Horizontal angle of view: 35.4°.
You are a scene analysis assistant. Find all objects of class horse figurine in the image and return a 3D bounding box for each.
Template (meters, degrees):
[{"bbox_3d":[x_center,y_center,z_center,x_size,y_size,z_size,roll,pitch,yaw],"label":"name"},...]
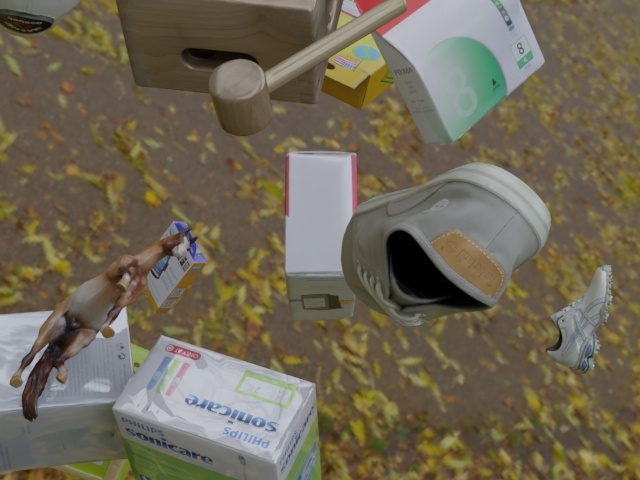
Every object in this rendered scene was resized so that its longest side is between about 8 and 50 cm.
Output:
[{"bbox_3d":[-0.260,0.088,1.141,0.066,0.263,0.174,43,16,-14],"label":"horse figurine"}]

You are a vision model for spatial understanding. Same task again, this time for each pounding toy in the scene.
[{"bbox_3d":[-0.034,-0.132,0.652,0.181,0.094,0.206,7,53,7],"label":"pounding toy"}]

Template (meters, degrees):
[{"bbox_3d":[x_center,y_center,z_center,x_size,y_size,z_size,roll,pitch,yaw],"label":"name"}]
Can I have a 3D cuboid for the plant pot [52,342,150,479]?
[{"bbox_3d":[-0.434,0.335,1.946,0.228,0.227,0.207,22,31,-9],"label":"plant pot"}]

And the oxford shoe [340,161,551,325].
[{"bbox_3d":[0.102,0.032,1.139,0.169,0.449,0.130,38,72,-6],"label":"oxford shoe"}]

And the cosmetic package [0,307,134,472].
[{"bbox_3d":[-0.359,0.196,1.291,0.224,0.224,0.138,-4,61,-16],"label":"cosmetic package"}]

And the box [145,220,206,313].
[{"bbox_3d":[-0.218,0.035,1.482,0.028,0.136,0.081,4,47,-48],"label":"box"}]

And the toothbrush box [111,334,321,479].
[{"bbox_3d":[-0.115,0.272,1.230,0.206,0.283,0.122,15,50,17],"label":"toothbrush box"}]

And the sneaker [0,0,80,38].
[{"bbox_3d":[-0.170,-0.282,0.625,0.122,0.146,0.331,13,73,-19],"label":"sneaker"}]

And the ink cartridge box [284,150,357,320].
[{"bbox_3d":[0.000,0.000,1.801,0.131,0.306,0.226,-2,72,0],"label":"ink cartridge box"}]

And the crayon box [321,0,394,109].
[{"bbox_3d":[0.048,-0.349,1.817,0.202,0.081,0.318,29,43,17],"label":"crayon box"}]

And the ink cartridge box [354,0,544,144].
[{"bbox_3d":[0.136,-0.243,1.080,0.181,0.056,0.225,-41,115,-29],"label":"ink cartridge box"}]

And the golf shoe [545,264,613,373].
[{"bbox_3d":[0.407,0.117,1.576,0.086,0.176,0.069,16,6,13],"label":"golf shoe"}]
